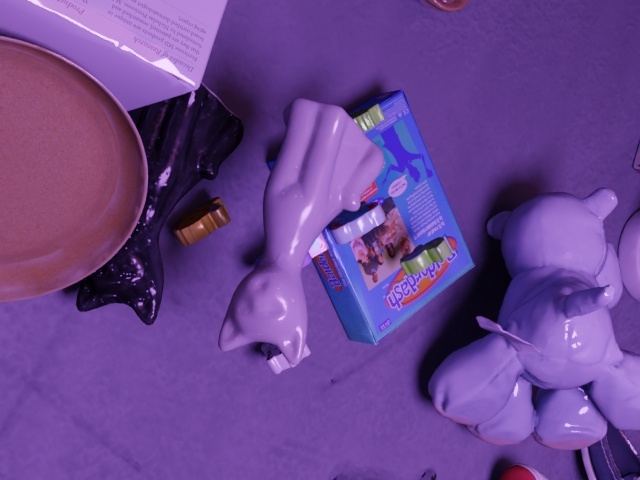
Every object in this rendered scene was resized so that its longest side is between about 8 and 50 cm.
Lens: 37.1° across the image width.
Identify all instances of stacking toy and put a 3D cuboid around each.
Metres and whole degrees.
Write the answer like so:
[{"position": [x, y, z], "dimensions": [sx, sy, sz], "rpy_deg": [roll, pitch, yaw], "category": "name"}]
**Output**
[{"position": [0.000, 0.000, 0.885], "dimensions": [0.221, 0.052, 0.167], "rpy_deg": [-31, 108, -6], "category": "stacking toy"}]

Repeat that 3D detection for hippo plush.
[{"position": [0.228, 0.070, 1.039], "dimensions": [0.294, 0.234, 0.236], "rpy_deg": [49, 33, -42], "category": "hippo plush"}]

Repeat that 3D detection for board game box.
[{"position": [0.057, -0.024, 0.976], "dimensions": [0.160, 0.047, 0.210], "rpy_deg": [-34, 109, -30], "category": "board game box"}]

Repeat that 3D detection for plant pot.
[{"position": [-0.246, -0.050, 0.695], "dimensions": [0.236, 0.032, 0.236], "rpy_deg": [-8, 130, -10], "category": "plant pot"}]

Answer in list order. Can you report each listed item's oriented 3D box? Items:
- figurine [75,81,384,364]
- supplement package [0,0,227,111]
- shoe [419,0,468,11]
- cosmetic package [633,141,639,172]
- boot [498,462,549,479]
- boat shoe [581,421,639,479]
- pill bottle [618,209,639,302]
[{"position": [-0.078, -0.015, 0.783], "dimensions": [0.092, 0.215, 0.209], "rpy_deg": [55, 51, -66], "category": "figurine"}, {"position": [-0.222, -0.210, 0.679], "dimensions": [0.262, 0.204, 0.145], "rpy_deg": [25, 74, -33], "category": "supplement package"}, {"position": [0.072, -0.323, 0.985], "dimensions": [0.076, 0.058, 0.219], "rpy_deg": [-43, 111, -5], "category": "shoe"}, {"position": [0.578, -0.088, 1.285], "dimensions": [0.296, 0.153, 0.129], "rpy_deg": [28, 76, -31], "category": "cosmetic package"}, {"position": [0.161, 0.357, 1.034], "dimensions": [0.176, 0.088, 0.244], "rpy_deg": [18, 84, -33], "category": "boot"}, {"position": [0.396, 0.324, 1.156], "dimensions": [0.095, 0.079, 0.254], "rpy_deg": [-6, 70, -41], "category": "boat shoe"}, {"position": [0.518, 0.021, 1.163], "dimensions": [0.162, 0.278, 0.162], "rpy_deg": [0, 91, -36], "category": "pill bottle"}]
